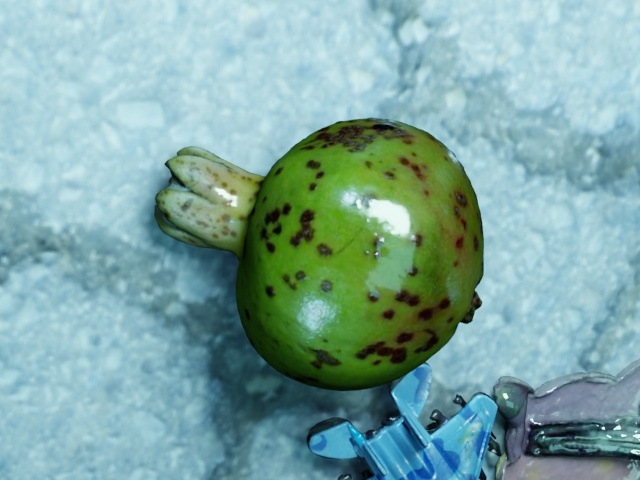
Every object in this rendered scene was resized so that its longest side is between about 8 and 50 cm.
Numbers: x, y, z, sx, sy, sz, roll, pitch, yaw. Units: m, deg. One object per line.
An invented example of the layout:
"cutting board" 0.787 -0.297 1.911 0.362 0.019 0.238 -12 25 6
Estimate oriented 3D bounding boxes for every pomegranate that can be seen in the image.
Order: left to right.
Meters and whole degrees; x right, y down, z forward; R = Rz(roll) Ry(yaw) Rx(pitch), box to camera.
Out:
"pomegranate" 0.000 0.000 1.272 0.248 0.202 0.202 22 105 4

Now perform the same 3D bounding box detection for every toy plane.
"toy plane" 0.095 0.214 1.447 0.169 0.078 0.246 -35 125 -2

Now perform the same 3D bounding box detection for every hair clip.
"hair clip" 0.229 0.172 1.493 0.187 0.056 0.146 -2 114 -9
